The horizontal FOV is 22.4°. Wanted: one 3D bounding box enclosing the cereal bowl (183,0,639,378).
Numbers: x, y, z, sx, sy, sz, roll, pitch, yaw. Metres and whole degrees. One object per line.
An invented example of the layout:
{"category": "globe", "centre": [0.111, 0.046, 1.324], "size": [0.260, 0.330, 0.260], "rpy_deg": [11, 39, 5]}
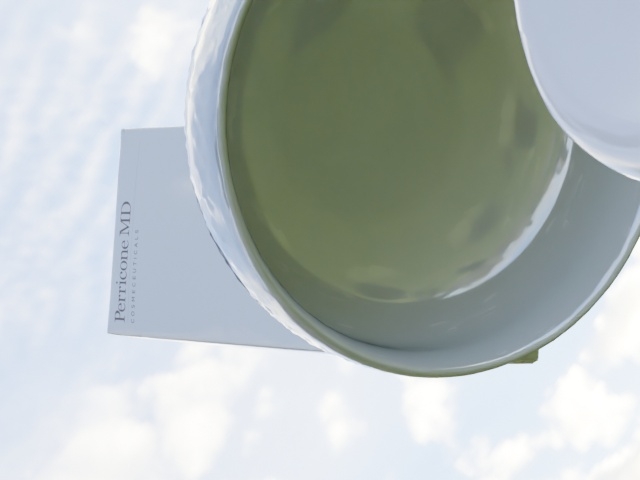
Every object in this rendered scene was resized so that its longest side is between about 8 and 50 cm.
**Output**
{"category": "cereal bowl", "centre": [0.056, -0.082, 1.072], "size": [0.339, 0.141, 0.339], "rpy_deg": [-3, -84, -29]}

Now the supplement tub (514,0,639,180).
{"category": "supplement tub", "centre": [0.168, -0.079, 0.427], "size": [0.200, 0.144, 0.144], "rpy_deg": [3, -61, -27]}

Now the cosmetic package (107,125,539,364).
{"category": "cosmetic package", "centre": [0.000, 0.000, 1.369], "size": [0.155, 0.365, 0.197], "rpy_deg": [6, -95, -51]}
